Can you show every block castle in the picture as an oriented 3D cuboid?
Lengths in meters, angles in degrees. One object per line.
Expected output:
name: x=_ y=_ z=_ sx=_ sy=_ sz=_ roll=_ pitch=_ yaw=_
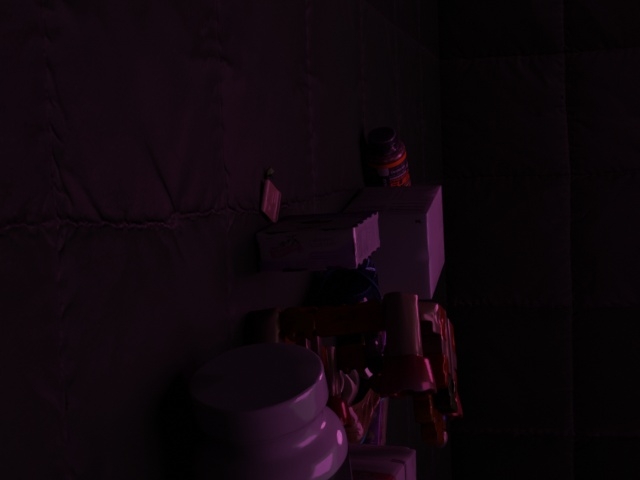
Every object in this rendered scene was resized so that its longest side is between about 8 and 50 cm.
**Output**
block castle: x=0.075 y=0.244 z=1.604 sx=0.453 sy=0.303 sz=0.213 roll=48 pitch=36 yaw=-69

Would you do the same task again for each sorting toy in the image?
sorting toy: x=-0.083 y=-0.078 z=1.582 sx=0.062 sy=0.012 sz=0.083 roll=43 pitch=50 yaw=-63

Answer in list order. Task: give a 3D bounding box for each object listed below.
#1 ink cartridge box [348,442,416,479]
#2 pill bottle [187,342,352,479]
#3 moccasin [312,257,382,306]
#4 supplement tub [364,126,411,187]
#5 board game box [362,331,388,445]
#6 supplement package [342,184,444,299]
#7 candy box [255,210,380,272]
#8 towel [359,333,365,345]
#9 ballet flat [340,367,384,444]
ink cartridge box: x=0.045 y=0.435 z=1.645 sx=0.283 sy=0.207 sz=0.117 roll=5 pitch=86 yaw=-75
pill bottle: x=-0.060 y=0.332 z=1.251 sx=0.210 sy=0.210 sz=0.363 roll=-61 pitch=146 yaw=-63
moccasin: x=0.049 y=0.079 z=1.908 sx=0.342 sy=0.138 sz=0.117 roll=-89 pitch=171 yaw=-82
supplement tub: x=0.165 y=-0.183 z=2.366 sx=0.106 sy=0.106 sz=0.198 roll=-76 pitch=158 yaw=-46
board game box: x=0.133 y=0.400 z=2.270 sx=0.208 sy=0.056 sz=0.347 roll=66 pitch=27 yaw=-61
supplement package: x=0.170 y=0.000 z=2.180 sx=0.262 sy=0.198 sz=0.199 roll=-51 pitch=138 yaw=-69
candy box: x=0.000 y=0.000 z=1.593 sx=0.196 sy=0.165 sz=0.070 roll=-34 pitch=120 yaw=-72
towel: x=0.098 y=0.196 z=2.139 sx=0.237 sy=0.021 sz=0.102 roll=-69 pitch=158 yaw=-87
ballet flat: x=0.065 y=0.317 z=1.982 sx=0.124 sy=0.116 sz=0.342 roll=65 pitch=23 yaw=-9
